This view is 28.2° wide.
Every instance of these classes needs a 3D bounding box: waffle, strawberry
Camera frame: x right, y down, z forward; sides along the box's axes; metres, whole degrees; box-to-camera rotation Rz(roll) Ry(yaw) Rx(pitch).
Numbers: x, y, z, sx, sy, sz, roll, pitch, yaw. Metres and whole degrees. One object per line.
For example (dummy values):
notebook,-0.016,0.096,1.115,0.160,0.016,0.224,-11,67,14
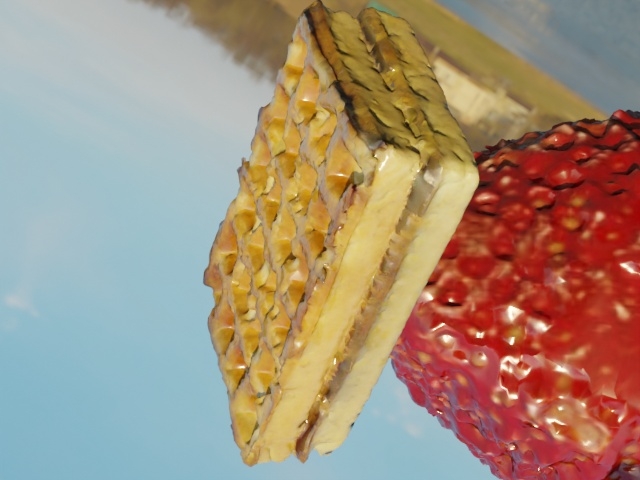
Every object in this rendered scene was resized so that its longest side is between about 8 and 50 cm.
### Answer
waffle,0.000,0.000,0.460,0.042,0.148,0.102,6,-141,-23
strawberry,0.136,0.047,0.742,0.261,0.257,0.261,-19,-90,-90
